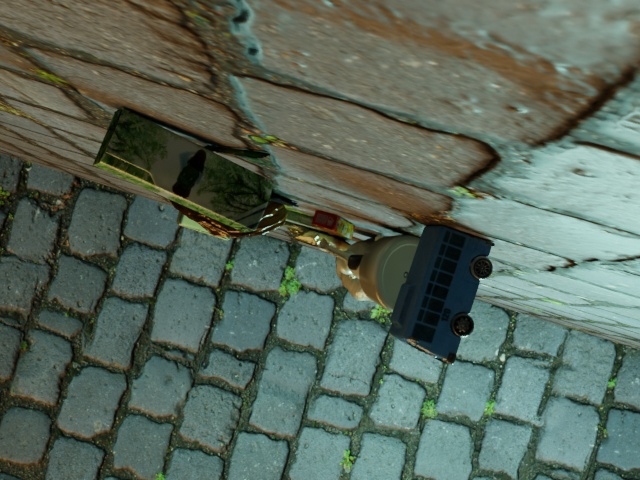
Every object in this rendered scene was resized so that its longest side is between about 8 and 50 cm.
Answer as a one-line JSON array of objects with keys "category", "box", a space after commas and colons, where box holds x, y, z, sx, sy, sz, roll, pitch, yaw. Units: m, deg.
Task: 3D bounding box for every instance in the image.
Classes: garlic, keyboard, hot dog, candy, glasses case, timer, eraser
[{"category": "garlic", "box": [0.140, 0.044, 1.911, 0.199, 0.199, 0.226, 16, 144, 12]}, {"category": "keyboard", "box": [-0.140, -0.110, 1.656, 0.196, 0.015, 0.074, 21, 179, -39]}, {"category": "hot dog", "box": [-0.203, -0.064, 1.611, 0.259, 0.114, 0.175, 21, -179, 4]}, {"category": "candy", "box": [0.032, -0.036, 1.760, 0.062, 0.038, 0.122, 15, 176, 26]}, {"category": "glasses case", "box": [-0.210, -0.106, 1.172, 0.272, 0.095, 0.062, 24, 167, -28]}, {"category": "timer", "box": [0.116, 0.061, 1.727, 0.175, 0.175, 0.266, 19, 175, -34]}, {"category": "eraser", "box": [-0.347, -0.080, 2.287, 0.172, 0.117, 0.058, 18, -179, -23]}]

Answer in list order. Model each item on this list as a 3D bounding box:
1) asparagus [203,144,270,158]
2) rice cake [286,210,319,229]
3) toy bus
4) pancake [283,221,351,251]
[{"category": "asparagus", "box": [-0.135, -0.139, 1.161, 0.166, 0.013, 0.016, 13, 164, 44]}, {"category": "rice cake", "box": [-0.027, -0.048, 1.956, 0.171, 0.029, 0.033, 17, 173, 10]}, {"category": "toy bus", "box": [0.216, 0.097, 1.361, 0.133, 0.234, 0.116, 20, 176, -12]}, {"category": "pancake", "box": [0.000, 0.000, 2.340, 0.257, 0.056, 0.212, 17, 176, 1]}]
